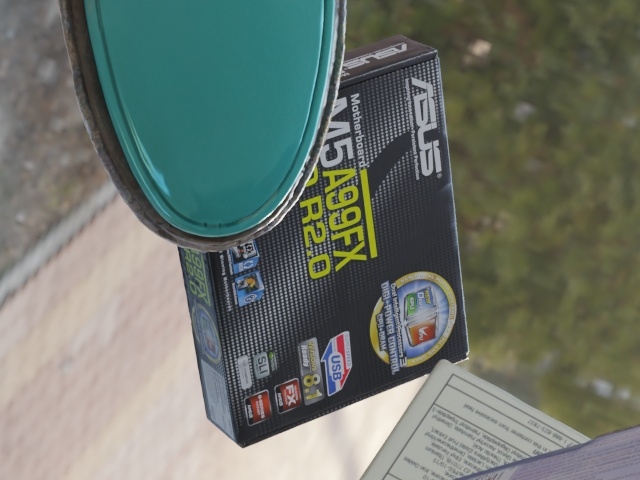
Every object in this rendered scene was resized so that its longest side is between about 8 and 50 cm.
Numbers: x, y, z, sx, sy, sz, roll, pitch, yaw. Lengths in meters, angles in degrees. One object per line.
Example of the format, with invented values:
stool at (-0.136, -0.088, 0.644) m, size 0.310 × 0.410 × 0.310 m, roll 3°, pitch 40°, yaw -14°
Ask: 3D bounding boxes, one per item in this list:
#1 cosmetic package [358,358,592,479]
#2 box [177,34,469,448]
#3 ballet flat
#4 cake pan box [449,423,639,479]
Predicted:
cosmetic package at (0.059, 0.242, 1.219) m, size 0.296 × 0.153 × 0.129 m, roll -52°, pitch 165°, yaw -30°
box at (0.000, 0.000, 1.497) m, size 0.216 × 0.060 × 0.270 m, roll -19°, pitch 117°, yaw -24°
ballet flat at (-0.056, -0.157, 0.700) m, size 0.106 × 0.107 × 0.316 m, roll -149°, pitch -127°, yaw -70°
cake pan box at (0.086, 0.140, 0.620) m, size 0.070 × 0.267 × 0.246 m, roll 64°, pitch 31°, yaw -10°
